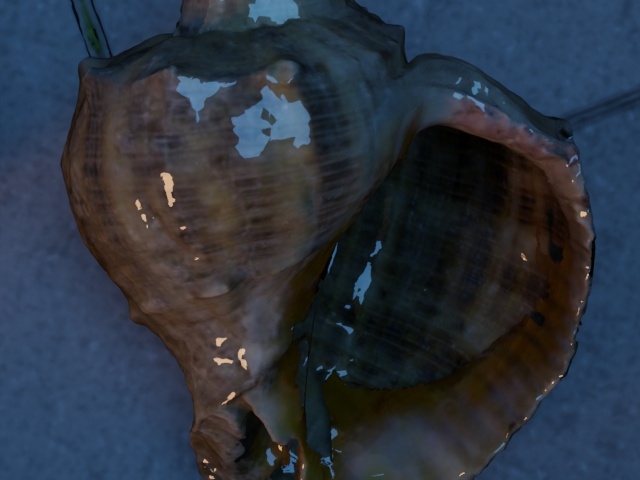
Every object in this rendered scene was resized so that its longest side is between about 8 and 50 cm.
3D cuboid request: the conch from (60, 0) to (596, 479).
[{"bbox_3d":[-0.006,-0.011,0.823,0.210,0.159,0.291,-11,124,-17],"label":"conch"}]
